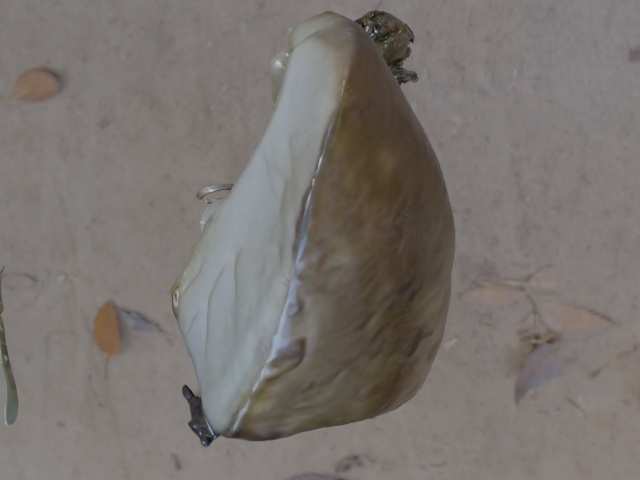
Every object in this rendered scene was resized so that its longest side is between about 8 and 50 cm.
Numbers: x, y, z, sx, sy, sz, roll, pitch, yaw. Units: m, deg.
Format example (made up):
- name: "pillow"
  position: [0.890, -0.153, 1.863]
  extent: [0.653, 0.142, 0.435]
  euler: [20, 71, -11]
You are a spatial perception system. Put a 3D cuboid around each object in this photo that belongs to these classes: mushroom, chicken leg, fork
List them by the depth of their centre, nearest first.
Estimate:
- name: "mushroom"
  position: [0.041, -0.013, 0.991]
  extent: [0.313, 0.224, 0.397]
  euler: [1, 125, -30]
- name: "chicken leg"
  position: [0.024, -0.198, 1.183]
  extent: [0.196, 0.081, 0.125]
  euler: [-22, 165, 21]
- name: "fork"
  position: [-0.426, 0.139, 1.335]
  extent: [0.028, 0.220, 0.034]
  euler: [-20, 160, 22]

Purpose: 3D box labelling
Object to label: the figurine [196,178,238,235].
- name: "figurine"
  position: [-0.139, -0.009, 1.441]
  extent: [0.132, 0.154, 0.132]
  euler: [-8, 162, -2]
